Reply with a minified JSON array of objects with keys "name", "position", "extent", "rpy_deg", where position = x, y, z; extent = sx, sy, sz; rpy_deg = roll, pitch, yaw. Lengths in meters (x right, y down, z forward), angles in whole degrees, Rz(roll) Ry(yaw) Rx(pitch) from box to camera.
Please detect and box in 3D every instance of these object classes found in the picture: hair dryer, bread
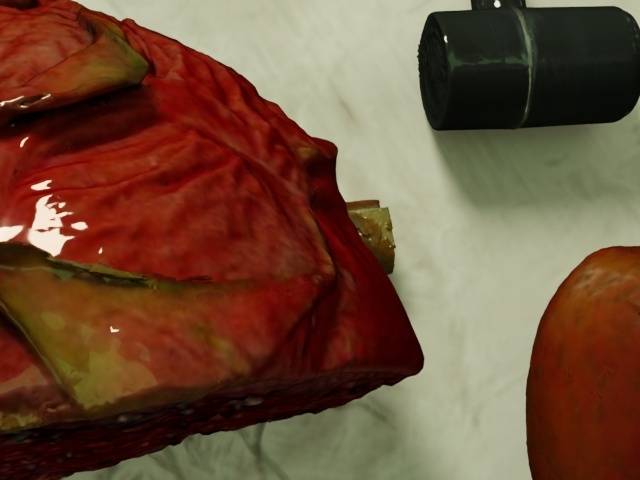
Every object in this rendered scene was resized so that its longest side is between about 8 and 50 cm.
[{"name":"hair dryer","position":[0.114,-0.171,0.840],"extent":[0.124,0.071,0.219],"rpy_deg":[-5,71,-12]},{"name":"bread","position":[0.000,0.000,0.795],"extent":[0.083,0.036,0.047],"rpy_deg":[-5,79,-7]}]

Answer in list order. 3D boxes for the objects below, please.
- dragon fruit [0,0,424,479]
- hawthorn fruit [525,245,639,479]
[{"name":"dragon fruit","position":[-0.156,-0.006,0.711],"extent":[0.240,0.302,0.330],"rpy_deg":[-46,64,24]},{"name":"hawthorn fruit","position":[0.189,0.104,0.736],"extent":[0.185,0.185,0.202],"rpy_deg":[16,83,-6]}]
